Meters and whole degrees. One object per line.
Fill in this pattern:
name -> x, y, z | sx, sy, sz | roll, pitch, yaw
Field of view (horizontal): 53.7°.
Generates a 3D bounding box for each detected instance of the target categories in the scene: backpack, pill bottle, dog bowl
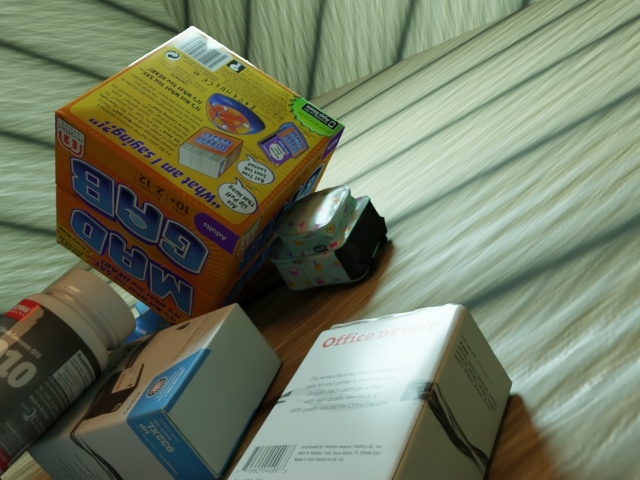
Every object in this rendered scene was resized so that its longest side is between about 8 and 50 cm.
backpack -> 0.000, 0.000, 1.103 | 0.188, 0.144, 0.166 | -22, 28, 37
pill bottle -> -0.415, 0.180, 0.910 | 0.161, 0.161, 0.283 | -12, 30, 47
dog bowl -> -0.394, 0.186, 1.386 | 0.297, 0.074, 0.166 | -39, 20, -14

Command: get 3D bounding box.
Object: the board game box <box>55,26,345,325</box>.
board game box -> -0.234, -0.104, 1.196 | 0.356, 0.356, 0.356 | -51, -7, -41

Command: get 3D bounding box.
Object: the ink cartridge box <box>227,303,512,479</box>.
ink cartridge box -> 0.042, 0.200, 0.597 | 0.197, 0.114, 0.273 | -17, 26, 41

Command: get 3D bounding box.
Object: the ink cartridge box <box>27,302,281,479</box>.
ink cartridge box -> -0.243, 0.240, 0.930 | 0.307, 0.129, 0.223 | -22, 22, 31

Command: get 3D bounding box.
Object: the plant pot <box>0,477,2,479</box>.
plant pot -> -0.545, 0.433, 0.896 | 0.187, 0.167, 0.188 | -30, 20, 8
